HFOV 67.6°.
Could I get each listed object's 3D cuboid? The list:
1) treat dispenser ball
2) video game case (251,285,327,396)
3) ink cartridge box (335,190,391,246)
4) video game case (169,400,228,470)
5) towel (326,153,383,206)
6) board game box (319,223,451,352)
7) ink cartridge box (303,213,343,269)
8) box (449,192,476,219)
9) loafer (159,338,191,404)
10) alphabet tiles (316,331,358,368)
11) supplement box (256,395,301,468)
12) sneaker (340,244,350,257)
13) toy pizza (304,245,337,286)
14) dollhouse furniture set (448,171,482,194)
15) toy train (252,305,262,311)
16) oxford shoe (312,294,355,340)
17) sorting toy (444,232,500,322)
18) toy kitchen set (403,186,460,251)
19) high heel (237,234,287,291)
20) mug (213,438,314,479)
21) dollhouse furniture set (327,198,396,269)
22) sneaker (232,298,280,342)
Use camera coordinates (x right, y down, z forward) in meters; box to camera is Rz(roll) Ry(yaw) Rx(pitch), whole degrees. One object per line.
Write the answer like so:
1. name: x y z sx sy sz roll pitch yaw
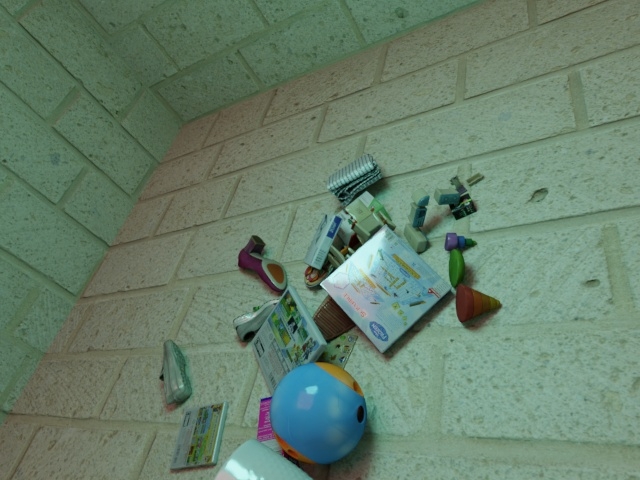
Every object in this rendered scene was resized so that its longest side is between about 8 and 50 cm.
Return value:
1. treat dispenser ball: -0.006 0.508 1.417 0.288 0.288 0.288 -22 42 21
2. video game case: -0.127 0.378 1.751 0.300 0.036 0.329 -56 37 16
3. ink cartridge box: 0.161 -0.083 2.018 0.219 0.092 0.160 -39 37 1
4. video game case: -0.449 0.723 1.776 0.206 0.026 0.227 -19 42 24
5. towel: 0.157 -0.274 2.137 0.235 0.121 0.283 -30 14 10
6. board game box: 0.219 0.162 1.637 0.318 0.066 0.318 -41 68 -4
7. ink cartridge box: 0.000 0.000 1.933 0.223 0.045 0.224 -66 14 -3
8. box: 0.532 -0.127 1.796 0.083 0.052 0.062 -26 41 18
9. loafer: -0.633 0.549 2.026 0.111 0.112 0.319 -31 39 -3
10. alphabet tiles: 0.009 0.428 1.710 0.198 0.009 0.237 4 55 41
11. supplement box: -0.131 0.625 1.545 0.114 0.111 0.220 -20 43 22
12. sneaker: 0.095 0.090 1.926 0.075 0.063 0.170 -24 45 10
13. toy pizza: -0.005 0.101 1.975 0.201 0.032 0.201 -40 27 25
14. dollhouse furniture set: 0.562 -0.256 1.873 0.114 0.081 0.091 -31 39 10
15. toy train: -0.254 0.290 2.044 0.083 0.023 0.017 -13 45 30
16. oxford shoe: 0.101 0.210 1.782 0.397 0.140 0.146 -43 14 -6
17. sorting toy: 0.500 0.110 1.578 0.126 0.127 0.365 1 44 2
18. toy kitchen set: 0.424 -0.080 1.782 0.166 0.207 0.122 -5 37 -14
19. high heel: -0.269 0.149 2.164 0.181 0.127 0.377 -59 37 22
20. mug: -0.133 0.784 1.281 0.328 0.276 0.374 24 101 20
21. dollhouse furniture set: 0.147 -0.031 1.801 0.262 0.259 0.135 -35 72 -20
22. sneaker: -0.224 0.324 1.945 0.272 0.100 0.108 -30 59 11
